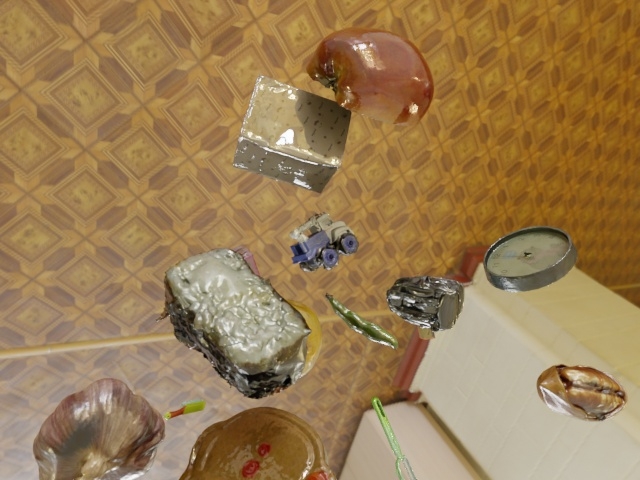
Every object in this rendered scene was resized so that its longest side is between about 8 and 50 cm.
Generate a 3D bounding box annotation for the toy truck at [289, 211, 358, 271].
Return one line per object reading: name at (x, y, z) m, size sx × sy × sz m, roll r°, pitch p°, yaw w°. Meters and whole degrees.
toy truck at (0.000, 0.000, 1.464) m, size 0.213 × 0.161 × 0.176 m, roll -34°, pitch 99°, yaw -33°

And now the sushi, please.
sushi at (-0.184, 0.157, 0.865) m, size 0.197 × 0.343 × 0.181 m, roll -20°, pitch 137°, yaw -46°

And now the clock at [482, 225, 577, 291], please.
clock at (0.660, 0.052, 1.420) m, size 0.281 × 0.280 × 0.055 m, roll -34°, pitch 112°, yaw -6°

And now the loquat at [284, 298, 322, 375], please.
loquat at (-0.100, 0.260, 1.135) m, size 0.213 × 0.213 × 0.212 m, roll -15°, pitch 126°, yaw -21°

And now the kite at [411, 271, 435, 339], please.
kite at (0.421, 0.290, 1.837) m, size 0.013 × 0.327 × 0.377 m, roll -9°, pitch 121°, yaw -3°

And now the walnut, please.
walnut at (0.497, 0.290, 0.855) m, size 0.207 × 0.115 × 0.115 m, roll 17°, pitch 111°, yaw -19°

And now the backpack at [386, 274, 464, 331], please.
backpack at (0.357, 0.213, 1.544) m, size 0.133 × 0.259 × 0.206 m, roll -42°, pitch 135°, yaw -56°

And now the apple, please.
apple at (0.145, -0.476, 1.307) m, size 0.365 × 0.329 × 0.294 m, roll -16°, pitch 105°, yaw -46°

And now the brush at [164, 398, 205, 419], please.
brush at (-0.243, 0.298, 0.785) m, size 0.083 × 0.021 × 0.018 m, roll 5°, pitch 108°, yaw -53°

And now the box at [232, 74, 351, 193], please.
box at (-0.086, -0.310, 1.346) m, size 0.298 × 0.225 × 0.190 m, roll 16°, pitch 157°, yaw -11°

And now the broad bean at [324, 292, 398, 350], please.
broad bean at (0.128, 0.276, 1.476) m, size 0.060 × 0.298 × 0.043 m, roll -62°, pitch 162°, yaw 13°

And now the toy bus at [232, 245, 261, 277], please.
toy bus at (-0.254, 0.160, 1.585) m, size 0.090 × 0.112 × 0.273 m, roll -32°, pitch 119°, yaw -27°

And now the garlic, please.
garlic at (-0.425, 0.399, 0.866) m, size 0.245 × 0.161 × 0.244 m, roll -6°, pitch 103°, yaw -27°

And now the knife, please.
knife at (0.161, 0.463, 1.016) m, size 0.054 × 0.211 × 0.015 m, roll 2°, pitch 146°, yaw -43°

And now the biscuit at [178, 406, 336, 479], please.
biscuit at (-0.147, 0.499, 0.837) m, size 0.381 × 0.359 × 0.074 m, roll -49°, pitch 133°, yaw -38°
